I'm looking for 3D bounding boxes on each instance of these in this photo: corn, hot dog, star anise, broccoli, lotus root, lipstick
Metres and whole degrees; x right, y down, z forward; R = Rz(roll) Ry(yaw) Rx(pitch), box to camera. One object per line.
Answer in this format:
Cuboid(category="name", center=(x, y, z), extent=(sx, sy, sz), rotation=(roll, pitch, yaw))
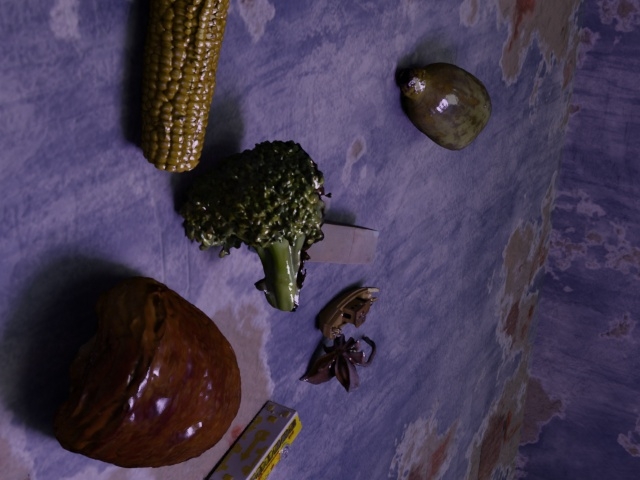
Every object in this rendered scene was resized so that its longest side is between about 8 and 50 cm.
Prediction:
Cuboid(category="corn", center=(-0.188, -0.249, 1.208), extent=(0.115, 0.115, 0.318), rotation=(-10, 115, -59))
Cuboid(category="hot dog", center=(-0.244, 0.201, 1.282), extent=(0.267, 0.174, 0.387), rotation=(-65, 160, -11))
Cuboid(category="star anise", center=(0.067, 0.272, 1.941), extent=(0.227, 0.148, 0.218), rotation=(37, 27, -49))
Cuboid(category="broccoli", center=(-0.112, -0.022, 1.365), extent=(0.180, 0.242, 0.273), rotation=(-1, 99, -39))
Cuboid(category="lotus root", center=(0.273, -0.301, 1.976), extent=(0.309, 0.173, 0.173), rotation=(16, 90, -54))
Cuboid(category="lipstick", center=(0.000, 0.000, 1.705), extent=(0.371, 0.076, 0.079), rotation=(7, 97, -61))

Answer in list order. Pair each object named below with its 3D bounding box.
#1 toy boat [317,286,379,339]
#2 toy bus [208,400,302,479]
Cuboid(category="toy boat", center=(0.067, 0.151, 1.910), extent=(0.206, 0.072, 0.064), rotation=(-33, 134, -50))
Cuboid(category="toy bus", center=(-0.121, 0.412, 1.697), extent=(0.226, 0.081, 0.074), rotation=(-47, 143, -39))
